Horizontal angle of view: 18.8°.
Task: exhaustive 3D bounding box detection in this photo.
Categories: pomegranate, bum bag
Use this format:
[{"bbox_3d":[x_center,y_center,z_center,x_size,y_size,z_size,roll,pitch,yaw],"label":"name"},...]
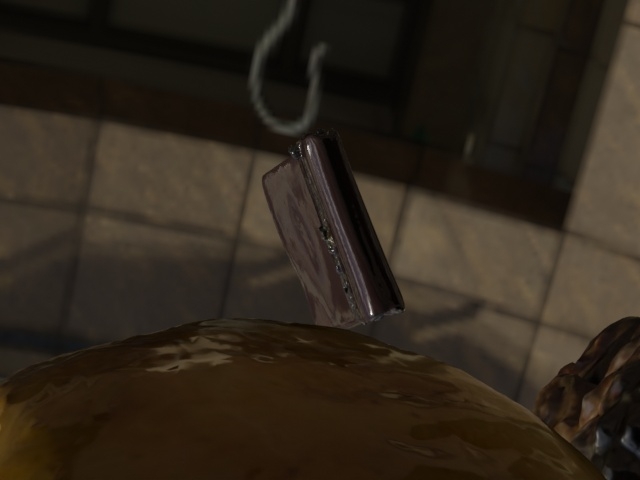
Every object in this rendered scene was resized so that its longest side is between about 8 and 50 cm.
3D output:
[{"bbox_3d":[-0.010,0.222,0.771,0.410,0.410,0.410,10,-154,-5],"label":"pomegranate"},{"bbox_3d":[0.000,0.000,1.089,0.026,0.109,0.159,-21,178,-16],"label":"bum bag"}]

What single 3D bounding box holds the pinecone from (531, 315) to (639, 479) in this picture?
[{"bbox_3d":[0.243,0.140,1.030,0.298,0.242,0.296,-17,-167,39],"label":"pinecone"}]
